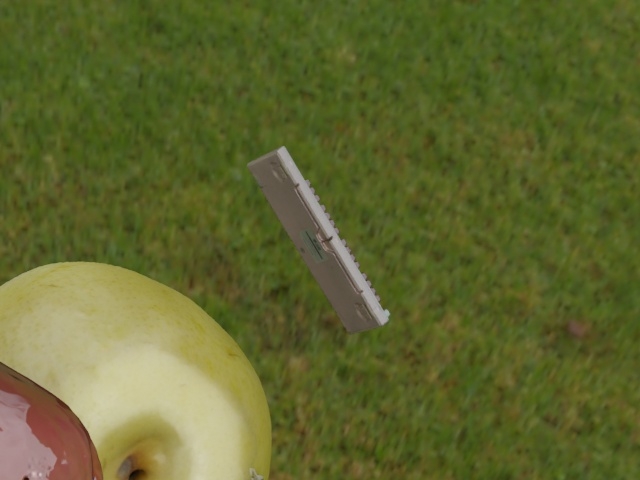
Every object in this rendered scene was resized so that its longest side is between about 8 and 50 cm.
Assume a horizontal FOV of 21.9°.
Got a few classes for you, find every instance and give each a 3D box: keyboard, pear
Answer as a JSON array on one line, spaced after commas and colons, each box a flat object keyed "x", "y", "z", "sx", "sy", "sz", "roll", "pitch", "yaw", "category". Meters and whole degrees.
[{"x": 0.000, "y": 0.000, "z": 1.338, "sx": 0.017, "sy": 0.055, "sz": 0.166, "roll": -36, "pitch": 99, "yaw": -33, "category": "keyboard"}, {"x": -0.190, "y": 0.169, "z": 1.379, "sx": 0.309, "sy": 0.309, "sz": 0.309, "roll": 6, "pitch": 53, "yaw": -8, "category": "pear"}]

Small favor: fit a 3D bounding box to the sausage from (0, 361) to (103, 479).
[{"x": -0.267, "y": 0.119, "z": 1.010, "sx": 0.279, "sy": 0.152, "sz": 0.152, "roll": 27, "pitch": 53, "yaw": 4, "category": "sausage"}]
